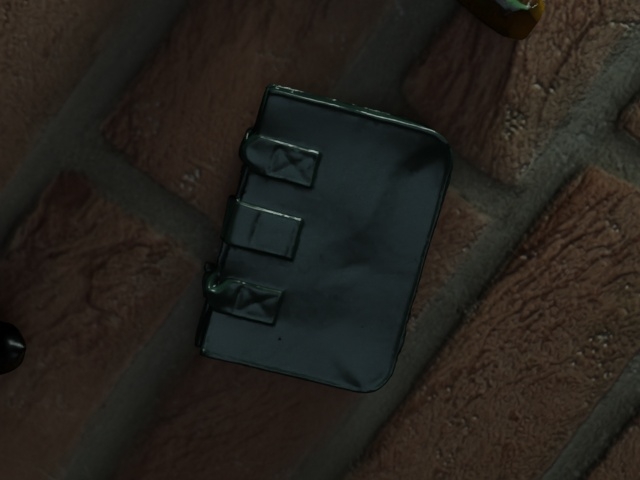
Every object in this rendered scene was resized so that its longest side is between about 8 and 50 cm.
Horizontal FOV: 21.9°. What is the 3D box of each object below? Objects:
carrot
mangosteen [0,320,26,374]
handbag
[{"bbox_3d":[0.134,-0.313,1.840,0.260,0.070,0.070,32,98,-11],"label":"carrot"},{"bbox_3d":[-0.423,0.105,1.845,0.184,0.172,0.172,17,102,-36],"label":"mangosteen"},{"bbox_3d":[0.001,0.000,1.890,0.238,0.089,0.326,15,102,-9],"label":"handbag"}]
